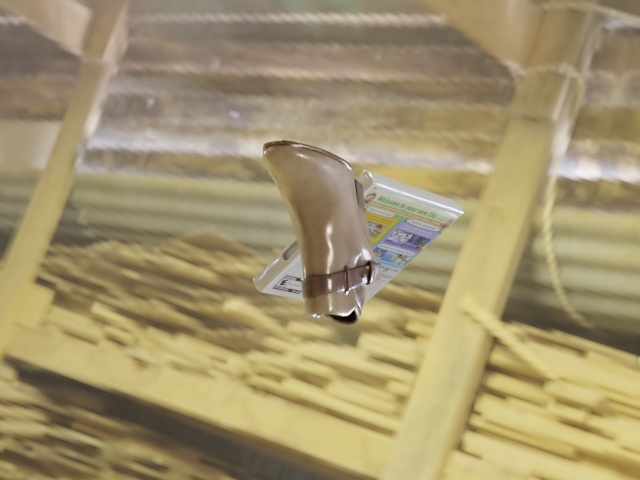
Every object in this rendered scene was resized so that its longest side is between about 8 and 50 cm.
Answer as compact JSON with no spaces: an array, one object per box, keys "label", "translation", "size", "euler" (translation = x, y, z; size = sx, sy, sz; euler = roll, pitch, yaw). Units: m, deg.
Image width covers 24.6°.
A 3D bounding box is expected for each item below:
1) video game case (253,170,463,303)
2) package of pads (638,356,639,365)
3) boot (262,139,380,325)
[{"label":"video game case","translation":[0.048,0.005,1.737],"size":[0.212,0.193,0.023],"euler":[15,37,-54]},{"label":"package of pads","translation":[0.365,0.168,0.935],"size":[0.296,0.101,0.229],"euler":[21,31,-37]},{"label":"boot","translation":[0.000,0.000,0.836],"size":[0.042,0.087,0.118],"euler":[-5,-17,30]}]
